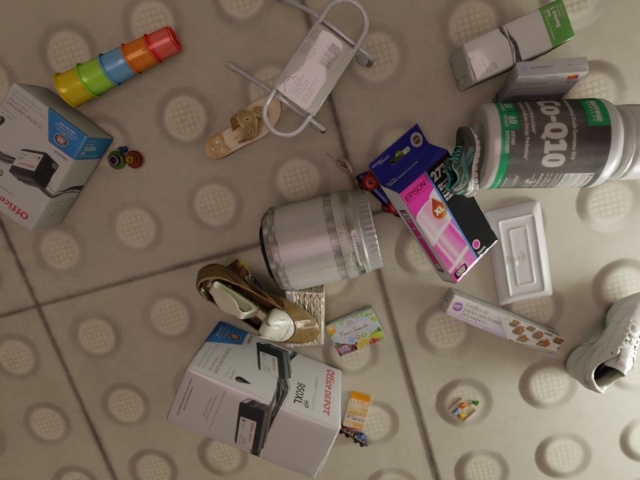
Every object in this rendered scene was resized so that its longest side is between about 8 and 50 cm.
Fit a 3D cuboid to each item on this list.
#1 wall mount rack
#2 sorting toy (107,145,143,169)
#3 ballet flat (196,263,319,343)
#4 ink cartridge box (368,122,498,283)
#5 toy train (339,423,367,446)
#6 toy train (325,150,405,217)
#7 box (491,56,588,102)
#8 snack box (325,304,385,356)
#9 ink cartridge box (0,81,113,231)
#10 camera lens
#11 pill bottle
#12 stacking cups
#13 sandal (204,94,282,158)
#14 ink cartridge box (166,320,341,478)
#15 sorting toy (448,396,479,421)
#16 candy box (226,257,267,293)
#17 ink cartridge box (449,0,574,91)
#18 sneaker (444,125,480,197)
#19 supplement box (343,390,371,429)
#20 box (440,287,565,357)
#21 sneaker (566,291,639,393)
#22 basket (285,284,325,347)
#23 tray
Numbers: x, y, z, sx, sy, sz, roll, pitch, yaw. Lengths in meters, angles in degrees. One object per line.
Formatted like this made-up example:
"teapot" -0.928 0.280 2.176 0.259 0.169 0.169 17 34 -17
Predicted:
"wall mount rack" -0.055 -0.431 1.069 0.304 0.130 0.350 35 98 -7
"sorting toy" -0.530 -0.221 1.192 0.102 0.042 0.061 -3 103 5
"ballet flat" -0.162 0.172 1.099 0.343 0.124 0.116 33 104 -2
"ink cartridge box" 0.285 -0.087 1.093 0.176 0.069 0.370 -42 107 -15
"toy train" 0.080 0.569 1.339 0.158 0.027 0.036 34 92 -3
"toy train" 0.153 -0.186 1.129 0.248 0.105 0.143 43 92 -6
"box" 0.491 -0.348 1.020 0.146 0.186 0.038 -3 82 5
"snack box" 0.098 0.255 1.259 0.141 0.037 0.100 -25 99 9
"ink cartridge box" -0.739 -0.212 1.164 0.223 0.129 0.307 37 103 -5
"camera lens" 0.000 0.000 1.115 0.275 0.219 0.219 -13 102 7
"pill bottle" 0.549 -0.223 1.035 0.362 0.204 0.203 -1 103 4
"stacking cups" -0.501 -0.435 1.119 0.317 0.096 0.095 -20 101 7
"sandal" -0.201 -0.284 1.136 0.240 0.079 0.088 -33 98 10
"ink cartridge box" -0.151 0.406 1.184 0.396 0.285 0.166 23 103 -2
"sorting toy" 0.424 0.488 1.303 0.062 0.012 0.083 40 103 -5
"candy box" -0.197 0.146 1.219 0.053 0.109 0.186 -36 99 11
"ink cartridge box" 0.423 -0.436 1.017 0.220 0.160 0.092 -22 98 8
"sneaker" 0.324 -0.183 1.035 0.076 0.065 0.166 -4 93 -21
"supplement box" 0.107 0.503 1.316 0.062 0.036 0.098 13 104 2
"box" 0.492 0.222 1.211 0.324 0.067 0.063 22 103 -2
"sneaker" 0.790 0.273 1.158 0.114 0.152 0.305 33 101 -1
"basket" -0.040 0.195 1.218 0.103 0.113 0.167 0 103 2
"tray" 0.531 0.040 1.185 0.146 0.030 0.270 -12 102 8
